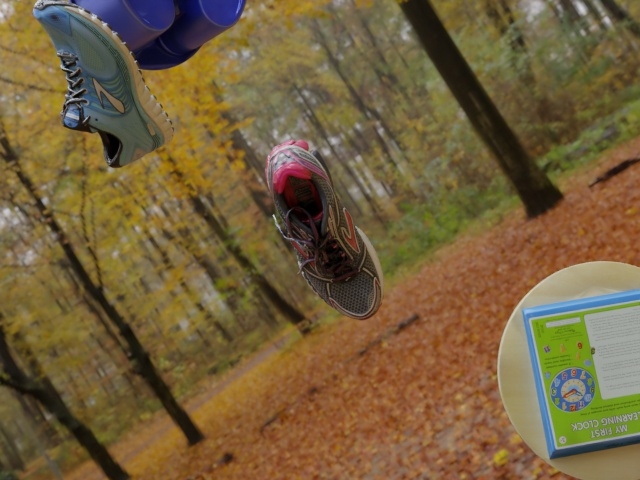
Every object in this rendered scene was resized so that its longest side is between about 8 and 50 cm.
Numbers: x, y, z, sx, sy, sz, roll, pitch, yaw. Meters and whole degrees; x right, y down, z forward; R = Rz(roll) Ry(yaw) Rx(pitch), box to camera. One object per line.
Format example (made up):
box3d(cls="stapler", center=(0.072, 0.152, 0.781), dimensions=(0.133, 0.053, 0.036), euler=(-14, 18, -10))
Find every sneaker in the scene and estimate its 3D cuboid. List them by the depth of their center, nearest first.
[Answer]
box3d(cls="sneaker", center=(-0.183, -0.122, 0.684), dimensions=(0.073, 0.162, 0.063), euler=(-44, 43, -18))
box3d(cls="sneaker", center=(0.000, 0.000, 1.259), dimensions=(0.120, 0.299, 0.112), euler=(-28, 19, 8))

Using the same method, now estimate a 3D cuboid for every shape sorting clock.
box3d(cls="shape sorting clock", center=(0.268, 0.123, 0.794), dimensions=(0.206, 0.206, 0.040), euler=(-32, -7, -7))

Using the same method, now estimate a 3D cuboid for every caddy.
box3d(cls="caddy", center=(-0.251, -0.424, 1.222), dimensions=(0.241, 0.342, 0.179), euler=(-14, 7, -36))
